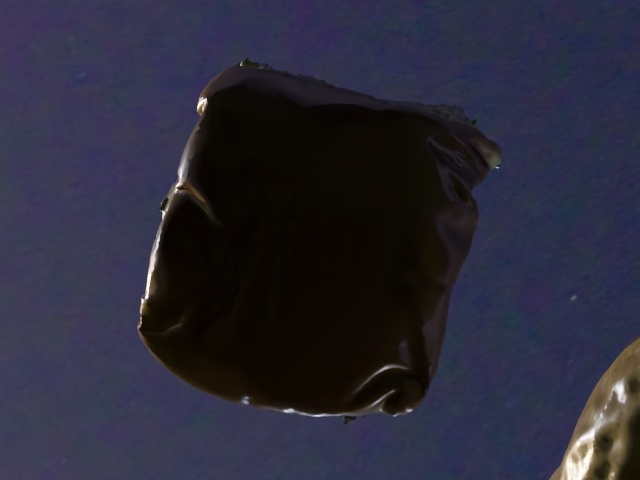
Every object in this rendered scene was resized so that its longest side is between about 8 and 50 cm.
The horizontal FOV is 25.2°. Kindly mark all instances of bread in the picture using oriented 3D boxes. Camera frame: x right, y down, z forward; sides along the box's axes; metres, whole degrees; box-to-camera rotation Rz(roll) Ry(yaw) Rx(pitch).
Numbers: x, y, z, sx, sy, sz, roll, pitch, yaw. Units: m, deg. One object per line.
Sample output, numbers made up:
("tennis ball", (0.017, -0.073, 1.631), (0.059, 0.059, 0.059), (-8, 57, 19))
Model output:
("bread", (0.000, 0.000, 1.141), (0.250, 0.225, 0.279), (13, -93, 4))

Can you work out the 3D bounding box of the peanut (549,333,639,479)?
("peanut", (0.245, 0.090, 0.767), (0.325, 0.140, 0.153), (-48, -111, 32))
